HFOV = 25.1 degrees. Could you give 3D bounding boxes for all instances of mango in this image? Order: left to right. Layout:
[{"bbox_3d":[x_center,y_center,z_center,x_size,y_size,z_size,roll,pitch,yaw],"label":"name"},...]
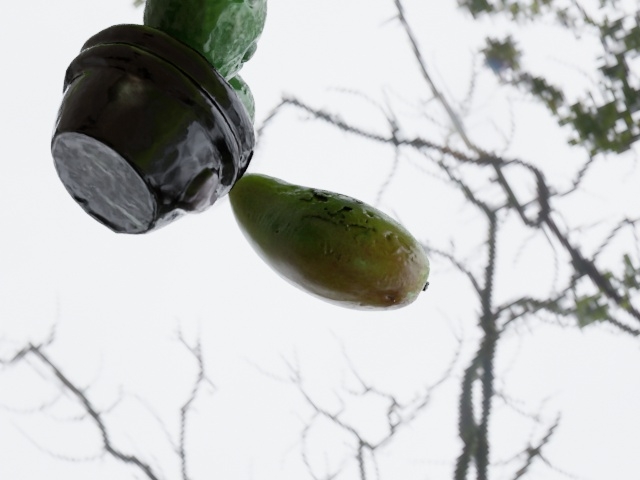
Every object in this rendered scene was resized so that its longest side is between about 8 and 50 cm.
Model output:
[{"bbox_3d":[0.000,0.000,1.441,0.233,0.125,0.111,29,-101,17],"label":"mango"}]

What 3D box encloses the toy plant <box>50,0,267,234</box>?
[{"bbox_3d":[-0.126,-0.130,1.246,0.175,0.218,0.235,22,-127,16],"label":"toy plant"}]
